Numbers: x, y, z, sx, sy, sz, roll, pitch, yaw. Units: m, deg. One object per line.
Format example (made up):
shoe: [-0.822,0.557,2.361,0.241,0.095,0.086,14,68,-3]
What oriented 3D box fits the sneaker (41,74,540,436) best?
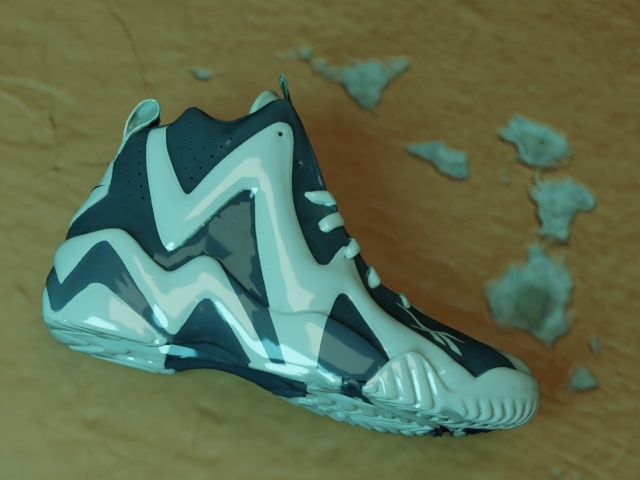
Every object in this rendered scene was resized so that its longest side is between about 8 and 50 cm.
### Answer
sneaker: [0.000,0.000,0.619,0.235,0.094,0.153,13,73,1]
